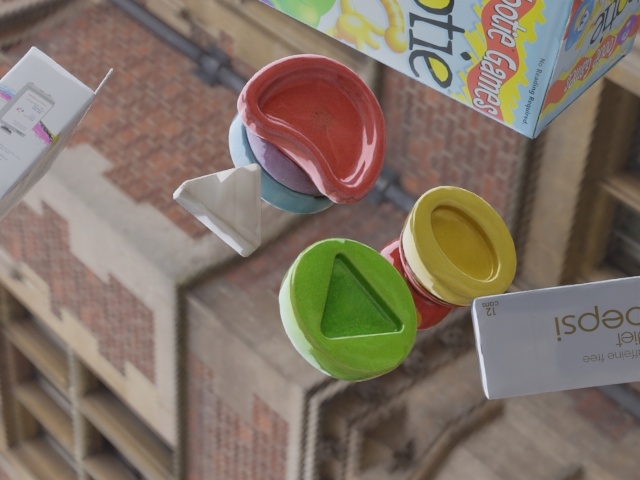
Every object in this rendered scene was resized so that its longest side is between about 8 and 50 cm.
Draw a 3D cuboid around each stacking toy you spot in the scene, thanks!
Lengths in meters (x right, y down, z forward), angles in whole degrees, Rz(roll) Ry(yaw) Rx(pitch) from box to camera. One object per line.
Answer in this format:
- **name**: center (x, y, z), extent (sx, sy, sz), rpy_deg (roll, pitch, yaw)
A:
- **stacking toy**: center (0.000, 0.000, 1.334), extent (0.279, 0.309, 0.130), rpy_deg (-43, 1, -41)

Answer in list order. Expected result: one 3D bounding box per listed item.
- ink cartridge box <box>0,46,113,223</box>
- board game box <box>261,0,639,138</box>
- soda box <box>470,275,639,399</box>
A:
- **ink cartridge box**: center (-0.254, -0.074, 1.141), extent (0.115, 0.067, 0.198), rpy_deg (-47, 8, 42)
- **board game box**: center (0.065, -0.207, 0.898), extent (0.144, 0.275, 0.142), rpy_deg (-40, -29, -42)
- **soda box**: center (0.210, 0.058, 0.932), extent (0.216, 0.069, 0.074), rpy_deg (-8, -4, 4)
